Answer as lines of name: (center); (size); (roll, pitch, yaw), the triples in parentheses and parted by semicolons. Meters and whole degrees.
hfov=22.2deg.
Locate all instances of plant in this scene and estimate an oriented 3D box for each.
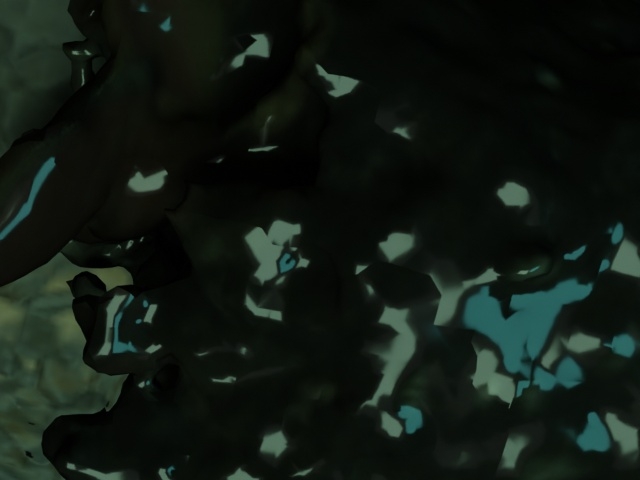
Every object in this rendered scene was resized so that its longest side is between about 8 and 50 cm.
plant: (0.000, 0.000, 0.438); (0.234, 0.178, 0.204); (10, 124, -12)
